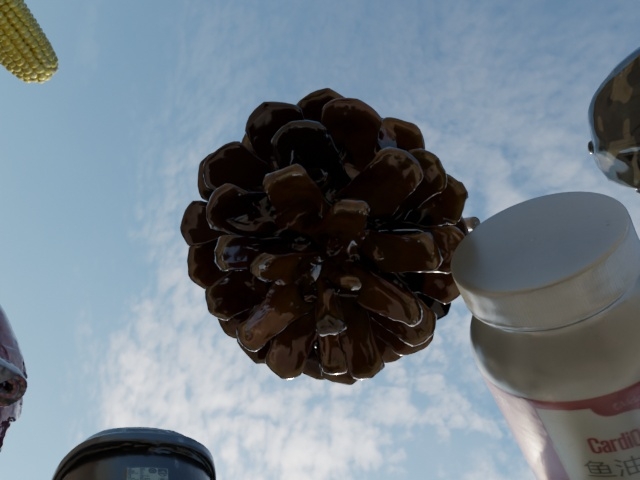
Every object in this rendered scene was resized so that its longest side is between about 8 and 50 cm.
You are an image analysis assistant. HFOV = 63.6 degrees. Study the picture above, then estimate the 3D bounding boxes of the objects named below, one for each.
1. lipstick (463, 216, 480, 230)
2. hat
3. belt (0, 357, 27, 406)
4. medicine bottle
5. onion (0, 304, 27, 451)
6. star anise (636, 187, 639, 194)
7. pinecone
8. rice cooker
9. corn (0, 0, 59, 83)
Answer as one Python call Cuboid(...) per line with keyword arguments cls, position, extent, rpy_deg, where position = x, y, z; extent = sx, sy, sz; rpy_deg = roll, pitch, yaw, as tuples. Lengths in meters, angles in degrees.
Cuboid(cls="lipstick", position=(0.172, -0.019, 0.679), extent=(0.094, 0.019, 0.018), rpy_deg=(172, -80, -67))
Cuboid(cls="hat", position=(0.556, -0.298, 0.780), extent=(0.258, 0.381, 0.366), rpy_deg=(-3, -140, 17))
Cuboid(cls="belt", position=(-0.345, 0.061, 0.418), extent=(0.053, 0.071, 0.232), rpy_deg=(-21, -66, 38))
Cuboid(cls="medicine bottle", position=(0.188, 0.099, 0.354), extent=(0.131, 0.131, 0.250), rpy_deg=(-13, -63, 38))
Cuboid(cls="onion", position=(-0.485, 0.187, 0.535), extent=(0.347, 0.348, 0.285), rpy_deg=(60, -18, 27))
Cuboid(cls="star anise", position=(0.496, -0.020, 0.548), extent=(0.227, 0.218, 0.148), rpy_deg=(32, -85, 0))
Cuboid(cls="pinecone", position=(0.010, 0.000, 0.435), extent=(0.264, 0.264, 0.264), rpy_deg=(-5, -97, 40))
Cuboid(cls="rice cooker", position=(-0.270, 0.413, 0.735), extent=(0.267, 0.267, 0.224), rpy_deg=(-70, -159, 11))
Cuboid(cls="corn", position=(-0.442, -0.323, 0.674), extent=(0.081, 0.248, 0.081), rpy_deg=(-15, -140, 13))
